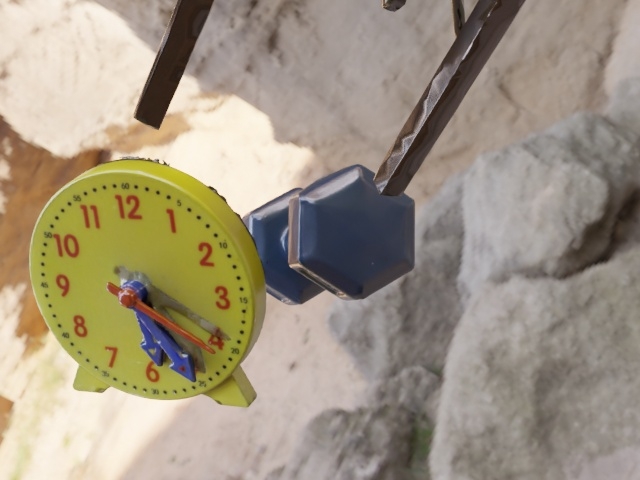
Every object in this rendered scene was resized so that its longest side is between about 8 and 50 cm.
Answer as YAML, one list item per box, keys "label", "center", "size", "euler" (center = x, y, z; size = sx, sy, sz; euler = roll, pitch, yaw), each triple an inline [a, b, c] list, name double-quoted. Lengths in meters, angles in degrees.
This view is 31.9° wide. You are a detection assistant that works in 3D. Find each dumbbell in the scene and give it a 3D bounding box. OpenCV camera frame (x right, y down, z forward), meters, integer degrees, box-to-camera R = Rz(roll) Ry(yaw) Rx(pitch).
- label: "dumbbell"
  center: [0.001, 0.000, 1.380]
  size: [0.156, 0.144, 0.316]
  euler: [-30, 5, -17]

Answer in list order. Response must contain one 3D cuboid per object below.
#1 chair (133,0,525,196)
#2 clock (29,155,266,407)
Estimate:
- label: "chair"
  center: [0.037, -0.183, 0.442]
  size: [0.319, 0.160, 0.186]
  euler: [122, 157, -45]
- label: "clock"
  center: [-0.197, 0.056, 1.231]
  size: [0.277, 0.293, 0.071]
  euler: [-4, 19, 21]
